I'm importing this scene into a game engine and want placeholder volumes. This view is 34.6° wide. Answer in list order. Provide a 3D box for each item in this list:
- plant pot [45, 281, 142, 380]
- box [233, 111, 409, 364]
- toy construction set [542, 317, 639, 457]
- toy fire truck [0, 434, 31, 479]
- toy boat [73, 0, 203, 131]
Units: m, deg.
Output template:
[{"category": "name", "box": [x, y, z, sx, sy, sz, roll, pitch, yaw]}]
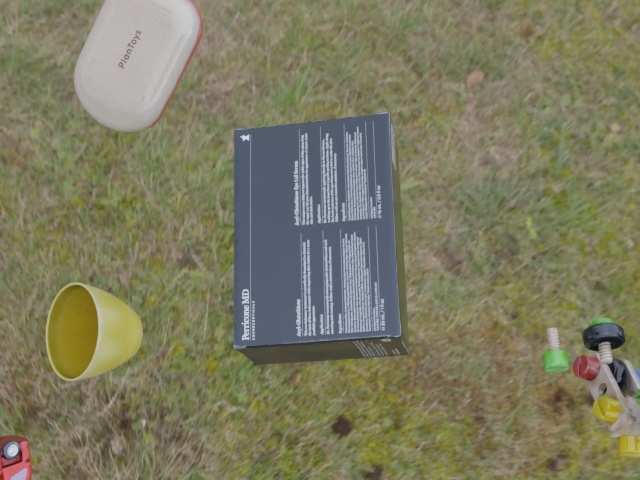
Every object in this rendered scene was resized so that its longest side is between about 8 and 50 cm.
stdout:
[{"category": "plant pot", "box": [-0.305, 0.128, 1.428, 0.095, 0.134, 0.134, 7, 67, -45]}, {"category": "box", "box": [0.000, 0.000, 1.167, 0.184, 0.103, 0.261, -4, 71, 8]}, {"category": "toy construction set", "box": [0.498, 0.254, 1.446, 0.257, 0.309, 0.237, -18, 57, 28]}, {"category": "toy fire truck", "box": [-0.379, 0.286, 1.046, 0.192, 0.047, 0.135, -12, 100, -46]}, {"category": "toy boat", "box": [-0.263, -0.273, 1.533, 0.151, 0.151, 0.231, 31, 102, 6]}]
